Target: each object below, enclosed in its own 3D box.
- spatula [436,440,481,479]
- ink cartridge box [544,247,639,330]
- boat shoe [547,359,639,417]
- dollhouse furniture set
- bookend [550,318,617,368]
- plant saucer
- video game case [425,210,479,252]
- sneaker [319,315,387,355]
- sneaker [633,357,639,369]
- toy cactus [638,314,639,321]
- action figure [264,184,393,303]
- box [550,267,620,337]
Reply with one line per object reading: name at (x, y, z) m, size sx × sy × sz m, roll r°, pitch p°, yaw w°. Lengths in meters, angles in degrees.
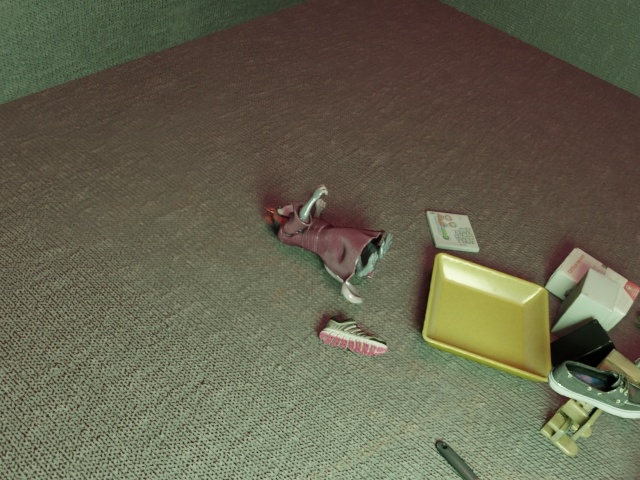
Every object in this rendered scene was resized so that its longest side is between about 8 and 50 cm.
spatula at (0.351, 0.545, 1.218) m, size 0.084 × 0.030 × 0.296 m, roll -19°, pitch 53°, yaw -33°
ink cartridge box at (0.810, 0.141, 1.719) m, size 0.218 × 0.092 × 0.158 m, roll 39°, pitch 48°, yaw 20°
boat shoe at (0.596, 0.300, 1.197) m, size 0.229 × 0.076 × 0.080 m, roll 19°, pitch 45°, yaw 4°
dollhouse furniture set at (0.676, 0.392, 1.336) m, size 0.242 × 0.212 × 0.161 m, roll -29°, pitch 59°, yaw -35°
bookend at (0.694, 0.300, 1.524) m, size 0.157 × 0.156 × 0.072 m, roll 40°, pitch 22°, yaw -46°
plant saucer at (0.439, 0.213, 1.545) m, size 0.333 × 0.081 × 0.332 m, roll 19°, pitch 43°, yaw 3°
video game case at (0.417, -0.030, 1.827) m, size 0.143 × 0.019 × 0.157 m, roll 6°, pitch 44°, yaw -11°
sneaker at (0.087, 0.232, 1.432) m, size 0.170 × 0.063 × 0.074 m, roll 14°, pitch 49°, yaw 4°
sneaker at (0.880, 0.343, 1.455) m, size 0.292 × 0.110 × 0.118 m, roll 23°, pitch 45°, yaw -48°
toy cactus at (1.043, 0.266, 1.668) m, size 0.219 × 0.112 × 0.180 m, roll 16°, pitch 53°, yaw -13°
action figure at (0.000, 0.000, 1.606) m, size 0.370 × 0.248 × 0.275 m, roll 17°, pitch 85°, yaw 18°
box at (0.731, 0.187, 1.591) m, size 0.091 × 0.170 × 0.130 m, roll 31°, pitch 46°, yaw 15°
